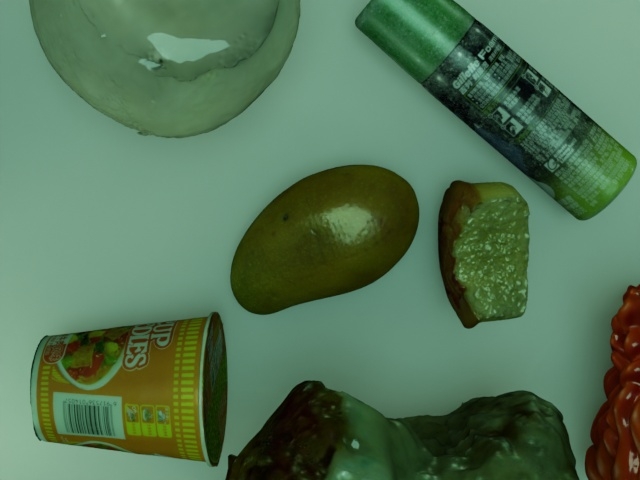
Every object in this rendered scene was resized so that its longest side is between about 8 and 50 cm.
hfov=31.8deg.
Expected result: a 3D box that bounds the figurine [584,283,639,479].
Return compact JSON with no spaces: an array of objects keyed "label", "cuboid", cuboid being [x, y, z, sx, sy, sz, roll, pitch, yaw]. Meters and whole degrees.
[{"label":"figurine","cuboid":[0.464,0.133,1.202,0.412,0.241,0.306,-32,121,-17]}]

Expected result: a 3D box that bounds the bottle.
[{"label":"bottle","cuboid":[0.187,-0.159,1.202,0.330,0.093,0.093,40,92,-6]}]

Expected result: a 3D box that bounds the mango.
[{"label":"mango","cuboid":[0.000,0.000,1.209,0.227,0.099,0.136,-30,103,8]}]

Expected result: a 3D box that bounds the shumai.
[{"label":"shumai","cuboid":[0.054,0.303,1.104,0.323,0.324,0.397,22,87,-17]}]

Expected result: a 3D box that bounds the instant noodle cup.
[{"label":"instant noodle cup","cuboid":[-0.200,0.158,1.190,0.185,0.168,0.168,0,96,5]}]

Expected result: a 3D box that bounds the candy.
[{"label":"candy","cuboid":[-0.154,-0.245,1.130,0.295,0.185,0.295,0,80,0]}]

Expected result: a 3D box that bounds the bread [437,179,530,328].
[{"label":"bread","cuboid":[0.168,0.011,1.205,0.086,0.125,0.156,-4,97,-11]}]
